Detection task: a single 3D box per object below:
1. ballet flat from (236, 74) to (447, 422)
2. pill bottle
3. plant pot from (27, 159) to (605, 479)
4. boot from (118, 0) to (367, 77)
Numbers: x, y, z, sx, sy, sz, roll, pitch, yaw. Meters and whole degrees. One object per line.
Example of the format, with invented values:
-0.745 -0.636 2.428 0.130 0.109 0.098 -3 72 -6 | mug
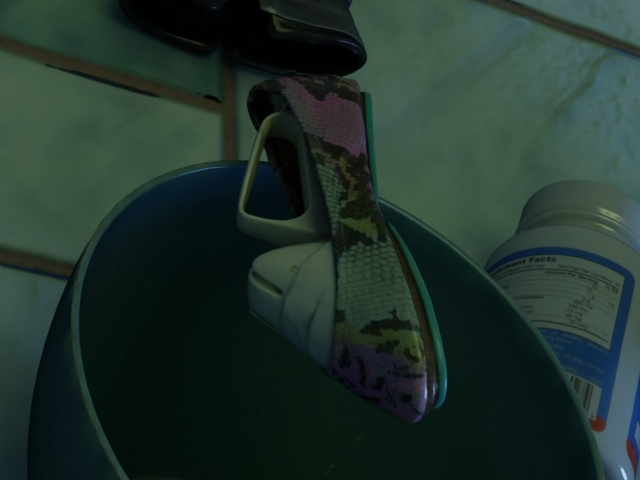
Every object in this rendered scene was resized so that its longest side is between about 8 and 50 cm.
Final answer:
0.000 0.000 0.829 0.079 0.077 0.221 1 44 -14 | ballet flat
0.154 0.069 1.116 0.124 0.124 0.221 33 47 -13 | pill bottle
-0.030 0.132 0.879 0.290 0.195 0.290 22 41 -21 | plant pot
0.014 -0.207 1.225 0.338 0.118 0.223 5 61 -20 | boot
